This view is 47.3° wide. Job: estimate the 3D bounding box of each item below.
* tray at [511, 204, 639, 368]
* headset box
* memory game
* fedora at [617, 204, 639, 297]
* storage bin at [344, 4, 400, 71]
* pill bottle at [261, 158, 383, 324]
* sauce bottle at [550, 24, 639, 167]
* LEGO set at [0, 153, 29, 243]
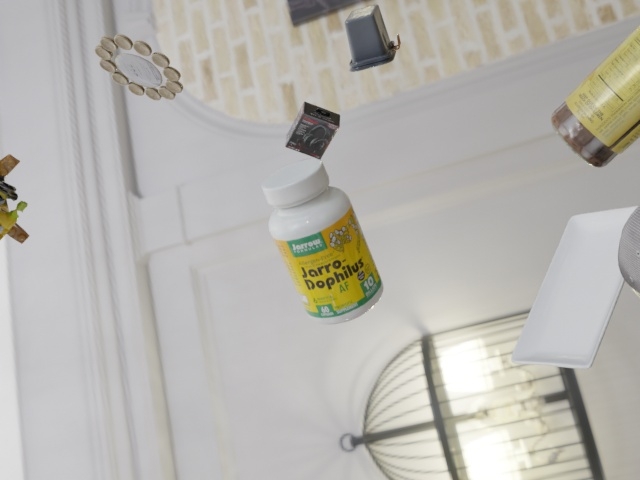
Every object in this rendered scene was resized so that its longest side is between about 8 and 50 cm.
[{"bbox_3d":[0.382,0.070,1.058,0.030,0.145,0.270,39,-113,-23],"label":"tray"},{"bbox_3d":[-0.011,-0.173,1.133,0.083,0.062,0.032,125,157,-44],"label":"headset box"},{"bbox_3d":[-0.357,-0.339,1.443,0.186,0.186,0.012,57,-134,-52],"label":"memory game"},{"bbox_3d":[0.446,-0.002,0.864,0.124,0.243,0.275,50,167,37],"label":"fedora"},{"bbox_3d":[0.094,-0.379,1.352,0.135,0.098,0.091,-71,-33,-60],"label":"storage bin"},{"bbox_3d":[0.000,0.000,0.992,0.117,0.117,0.208,-79,-31,-63],"label":"pill bottle"},{"bbox_3d":[0.457,-0.246,0.942,0.111,0.344,0.111,31,-149,-21],"label":"sauce bottle"},{"bbox_3d":[-0.276,0.000,0.259,0.331,0.255,0.192,51,178,-40],"label":"LEGO set"}]
